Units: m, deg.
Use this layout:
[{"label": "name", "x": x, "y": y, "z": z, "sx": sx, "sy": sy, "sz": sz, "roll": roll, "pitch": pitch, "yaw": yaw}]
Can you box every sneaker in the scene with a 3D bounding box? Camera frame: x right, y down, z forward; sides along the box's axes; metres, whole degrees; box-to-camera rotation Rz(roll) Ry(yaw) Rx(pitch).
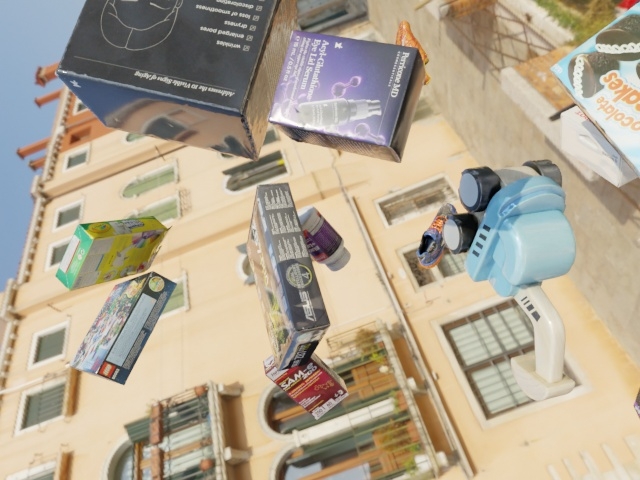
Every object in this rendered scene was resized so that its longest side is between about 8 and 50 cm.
[{"label": "sneaker", "x": 0.221, "y": -0.445, "z": 1.144, "sx": 0.064, "sy": 0.068, "sz": 0.175, "roll": 131, "pitch": 129, "yaw": -75}, {"label": "sneaker", "x": 0.371, "y": -0.020, "z": 1.511, "sx": 0.083, "sy": 0.221, "sz": 0.087, "roll": 18, "pitch": 172, "yaw": 38}]

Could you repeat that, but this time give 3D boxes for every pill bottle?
[{"label": "pill bottle", "x": 0.000, "y": 0.000, "z": 1.377, "sx": 0.193, "sy": 0.108, "sz": 0.108, "roll": 47, "pitch": -167, "yaw": -25}]

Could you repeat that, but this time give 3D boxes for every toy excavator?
[{"label": "toy excavator", "x": 0.480, "y": 0.088, "z": 1.120, "sx": 0.445, "sy": 0.223, "sz": 0.432, "roll": -110, "pitch": 19, "yaw": -44}]

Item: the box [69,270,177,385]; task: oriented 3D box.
[{"label": "box", "x": -0.322, "y": 0.139, "z": 0.762, "sx": 0.044, "sy": 0.233, "sz": 0.159, "roll": 34, "pitch": -118, "yaw": -26}]

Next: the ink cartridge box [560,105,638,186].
[{"label": "ink cartridge box", "x": 0.742, "y": -0.272, "z": 1.112, "sx": 0.114, "sy": 0.273, "sz": 0.198, "roll": 64, "pitch": 179, "yaw": -43}]

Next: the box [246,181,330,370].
[{"label": "box", "x": -0.097, "y": 0.100, "z": 1.230, "sx": 0.318, "sy": 0.097, "sz": 0.394, "roll": 116, "pitch": 142, "yaw": -57}]

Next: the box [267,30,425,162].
[{"label": "box", "x": 0.044, "y": -0.225, "z": 0.752, "sx": 0.108, "sy": 0.207, "sz": 0.153, "roll": 14, "pitch": -89, "yaw": -71}]

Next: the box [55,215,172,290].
[{"label": "box", "x": -0.329, "y": 0.015, "z": 0.782, "sx": 0.043, "sy": 0.105, "sz": 0.179, "roll": 39, "pitch": -160, "yaw": 16}]

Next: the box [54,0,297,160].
[{"label": "box", "x": -0.351, "y": -0.530, "z": 1.298, "sx": 0.297, "sy": 0.480, "sz": 0.471, "roll": 89, "pitch": -165, "yaw": -74}]

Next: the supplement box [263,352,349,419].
[{"label": "supplement box", "x": -0.041, "y": 0.403, "z": 1.397, "sx": 0.239, "sy": 0.130, "sz": 0.073, "roll": 48, "pitch": -175, "yaw": -23}]

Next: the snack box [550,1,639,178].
[{"label": "snack box", "x": 0.572, "y": -0.245, "z": 0.816, "sx": 0.060, "sy": 0.187, "sz": 0.321, "roll": 22, "pitch": -141, "yaw": -49}]

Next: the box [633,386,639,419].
[{"label": "box", "x": 0.540, "y": 0.215, "z": 0.706, "sx": 0.162, "sy": 0.116, "sz": 0.029, "roll": 61, "pitch": -163, "yaw": -47}]
